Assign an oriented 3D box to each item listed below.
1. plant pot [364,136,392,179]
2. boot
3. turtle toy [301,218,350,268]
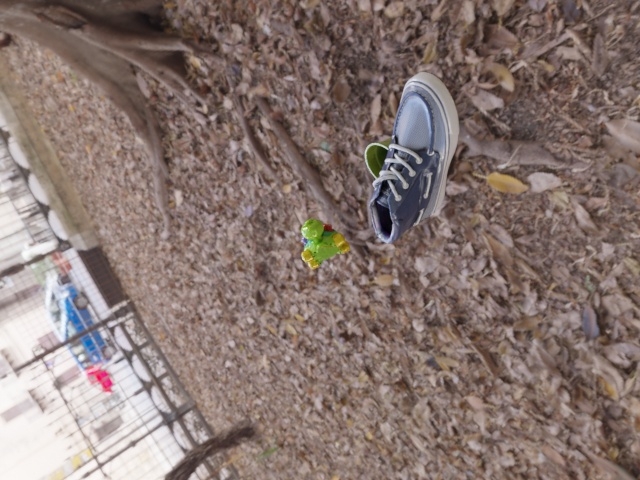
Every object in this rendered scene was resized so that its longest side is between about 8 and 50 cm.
[{"bbox_3d":[0.131,-0.144,0.834,0.083,0.079,0.083,40,154,24],"label":"plant pot"},{"bbox_3d":[0.095,-0.078,0.543,0.069,0.086,0.190,33,152,34],"label":"boot"},{"bbox_3d":[0.000,0.000,1.004,0.066,0.095,0.130,65,-175,24],"label":"turtle toy"}]
